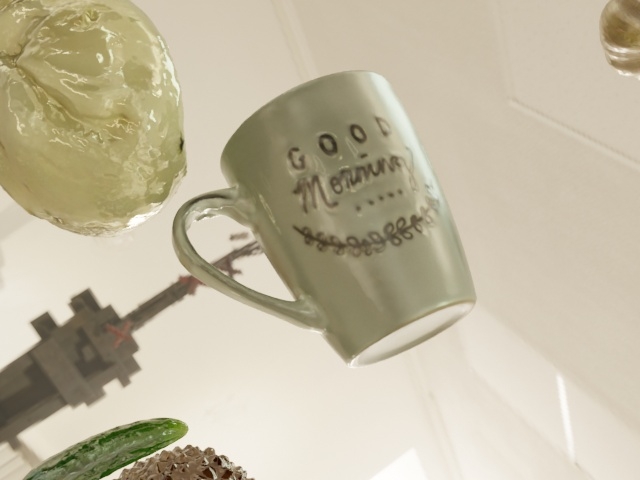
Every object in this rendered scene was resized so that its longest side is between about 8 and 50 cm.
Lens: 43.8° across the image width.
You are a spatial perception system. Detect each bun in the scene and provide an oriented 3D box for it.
[{"bbox_3d":[-0.241,-0.113,0.740,0.259,0.160,0.259,32,-48,44],"label":"bun"}]

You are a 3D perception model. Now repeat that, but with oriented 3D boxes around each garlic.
[{"bbox_3d":[0.612,-0.401,1.447,0.228,0.227,0.152,69,3,-45],"label":"garlic"}]

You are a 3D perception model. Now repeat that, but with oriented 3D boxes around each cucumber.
[{"bbox_3d":[-0.190,0.182,0.659,0.039,0.168,0.039,48,-29,39],"label":"cucumber"}]

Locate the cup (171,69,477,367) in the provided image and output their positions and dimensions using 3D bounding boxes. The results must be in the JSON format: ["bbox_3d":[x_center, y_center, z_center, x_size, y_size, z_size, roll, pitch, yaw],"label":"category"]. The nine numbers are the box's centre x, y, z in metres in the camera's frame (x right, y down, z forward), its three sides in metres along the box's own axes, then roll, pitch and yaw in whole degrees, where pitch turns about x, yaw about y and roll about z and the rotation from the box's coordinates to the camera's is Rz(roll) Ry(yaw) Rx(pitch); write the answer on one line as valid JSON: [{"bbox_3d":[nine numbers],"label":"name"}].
[{"bbox_3d":[0.000,0.000,0.739,0.186,0.258,0.234,109,-41,-64],"label":"cup"}]

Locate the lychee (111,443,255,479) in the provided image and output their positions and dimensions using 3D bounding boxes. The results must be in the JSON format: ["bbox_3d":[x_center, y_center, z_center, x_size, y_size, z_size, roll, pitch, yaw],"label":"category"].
[{"bbox_3d":[-0.132,0.304,0.754,0.238,0.200,0.200,38,-22,54],"label":"lychee"}]
